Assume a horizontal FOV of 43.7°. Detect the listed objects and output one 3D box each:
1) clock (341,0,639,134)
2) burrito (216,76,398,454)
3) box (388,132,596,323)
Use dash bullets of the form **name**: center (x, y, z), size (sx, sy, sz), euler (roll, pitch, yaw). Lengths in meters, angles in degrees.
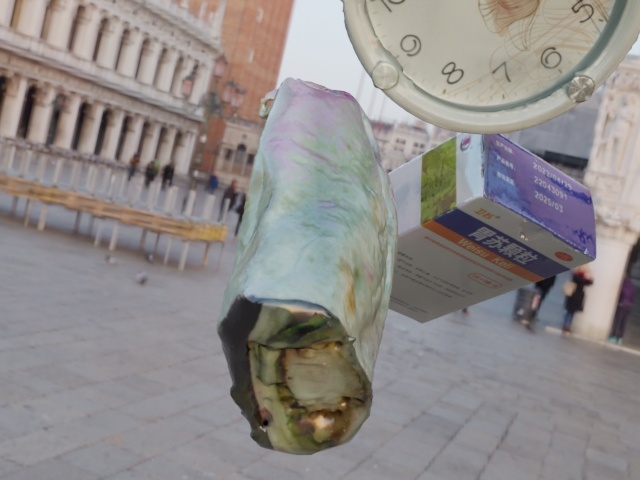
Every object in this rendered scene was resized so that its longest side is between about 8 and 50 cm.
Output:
- **clock**: center (0.131, -0.199, 0.610), size (0.236, 0.236, 0.053), euler (13, 19, -2)
- **burrito**: center (0.000, 0.000, 0.465), size (0.089, 0.144, 0.229), euler (0, 46, 7)
- **box**: center (0.158, -0.006, 1.001), size (0.200, 0.106, 0.299), euler (24, -32, -31)
